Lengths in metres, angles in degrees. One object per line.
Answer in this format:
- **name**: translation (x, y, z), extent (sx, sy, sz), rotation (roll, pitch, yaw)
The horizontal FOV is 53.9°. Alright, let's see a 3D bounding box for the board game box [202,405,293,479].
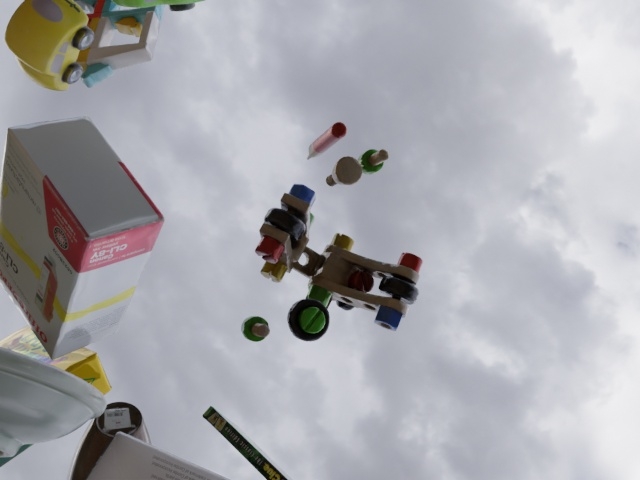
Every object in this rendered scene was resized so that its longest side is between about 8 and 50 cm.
- **board game box**: translation (-0.098, 0.403, 1.127), extent (0.259, 0.136, 0.030), rotation (33, -106, 32)

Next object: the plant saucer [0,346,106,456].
- **plant saucer**: translation (-0.498, 0.215, 0.836), extent (0.400, 0.400, 0.100), rotation (-8, -122, 30)

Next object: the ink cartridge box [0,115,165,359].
- **ink cartridge box**: translation (-0.484, 0.004, 1.207), extent (0.279, 0.160, 0.385), rotation (49, -48, 17)

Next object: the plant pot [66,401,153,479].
- **plant pot**: translation (-0.491, 0.502, 1.503), extent (0.215, 0.215, 0.230), rotation (36, -53, 29)

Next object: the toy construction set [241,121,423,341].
- **toy construction set**: translation (0.000, 0.000, 0.971), extent (0.237, 0.257, 0.309), rotation (163, -69, -70)

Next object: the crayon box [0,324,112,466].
- **crayon box**: translation (-0.678, 0.327, 1.349), extent (0.363, 0.313, 0.106), rotation (7, -58, 44)

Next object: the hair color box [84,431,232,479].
- **hair color box**: translation (-0.156, 0.330, 0.429), extent (0.174, 0.347, 0.105), rotation (19, -43, 11)

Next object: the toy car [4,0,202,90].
- **toy car**: translation (-0.196, -0.225, 0.515), extent (0.225, 0.053, 0.239), rotation (11, -55, 20)

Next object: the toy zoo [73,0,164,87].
- **toy zoo**: translation (-0.359, -0.368, 1.047), extent (0.192, 0.030, 0.293), rotation (-3, -123, 8)
